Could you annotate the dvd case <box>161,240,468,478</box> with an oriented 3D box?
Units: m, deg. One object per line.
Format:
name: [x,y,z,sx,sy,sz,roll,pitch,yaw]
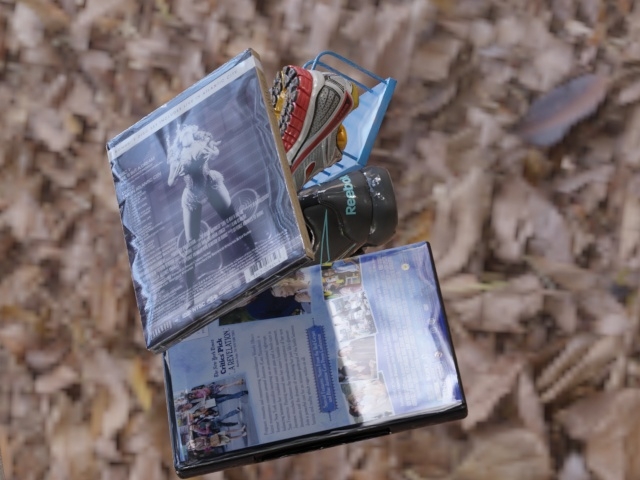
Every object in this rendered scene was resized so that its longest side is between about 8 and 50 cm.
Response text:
dvd case: [-0.012,0.101,1.567,0.022,0.253,0.180,74,-176,-53]

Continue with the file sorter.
file sorter: [-0.005,-0.142,2.180,0.170,0.104,0.118,-27,39,64]

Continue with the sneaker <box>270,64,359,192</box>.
sneaker: [-0.018,-0.089,1.954,0.225,0.092,0.088,114,151,-46]

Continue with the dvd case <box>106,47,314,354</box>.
dvd case: [-0.096,-0.034,1.503,0.164,0.018,0.221,-31,53,22]

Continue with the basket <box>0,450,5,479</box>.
basket: [-0.278,0.163,1.175,0.113,0.103,0.167,9,124,16]

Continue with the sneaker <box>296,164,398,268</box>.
sneaker: [0.000,0.000,1.912,0.267,0.106,0.101,113,145,-59]
